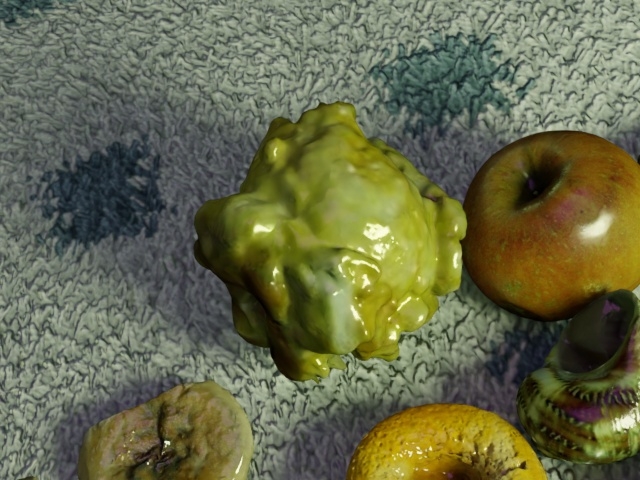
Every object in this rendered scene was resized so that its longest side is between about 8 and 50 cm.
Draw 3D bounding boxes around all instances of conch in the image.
[{"bbox_3d":[0.301,0.164,1.227,0.182,0.124,0.187,-26,30,26],"label":"conch"}]

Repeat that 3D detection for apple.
[{"bbox_3d":[0.287,-0.011,1.328,0.237,0.207,0.236,-18,45,19],"label":"apple"}]

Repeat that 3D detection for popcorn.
[{"bbox_3d":[0.014,-0.001,1.314,0.312,0.312,0.312,-5,57,9],"label":"popcorn"}]

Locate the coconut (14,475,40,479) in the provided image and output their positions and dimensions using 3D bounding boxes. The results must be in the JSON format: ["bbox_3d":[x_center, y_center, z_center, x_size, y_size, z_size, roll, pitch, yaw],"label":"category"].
[{"bbox_3d":[-0.331,0.355,1.194,0.222,0.202,0.202,35,64,-17],"label":"coconut"}]

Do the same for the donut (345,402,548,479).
[{"bbox_3d":[0.136,0.289,1.215,0.254,0.118,0.253,-9,42,9],"label":"donut"}]

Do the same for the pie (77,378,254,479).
[{"bbox_3d":[-0.179,0.269,1.324,0.218,0.052,0.185,-27,62,-3],"label":"pie"}]

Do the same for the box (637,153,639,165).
[{"bbox_3d":[0.520,-0.042,1.361,0.159,0.071,0.240,-28,58,-4],"label":"box"}]
